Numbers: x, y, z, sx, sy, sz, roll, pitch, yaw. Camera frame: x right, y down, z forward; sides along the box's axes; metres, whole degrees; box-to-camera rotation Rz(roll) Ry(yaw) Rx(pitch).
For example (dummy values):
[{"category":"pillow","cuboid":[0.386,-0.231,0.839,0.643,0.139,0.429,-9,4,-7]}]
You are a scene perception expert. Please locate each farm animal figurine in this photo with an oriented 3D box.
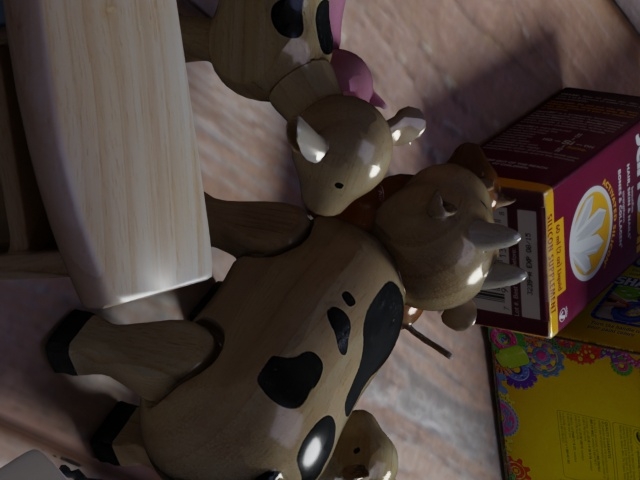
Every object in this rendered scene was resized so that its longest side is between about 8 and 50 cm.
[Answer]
[{"category":"farm animal figurine","cuboid":[0.000,0.000,0.947,0.326,0.172,0.330,-64,145,-22]}]

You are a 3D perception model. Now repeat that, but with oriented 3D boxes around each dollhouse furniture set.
[{"category":"dollhouse furniture set","cuboid":[-0.192,0.019,0.418,0.303,0.198,0.286,-16,100,-57]}]

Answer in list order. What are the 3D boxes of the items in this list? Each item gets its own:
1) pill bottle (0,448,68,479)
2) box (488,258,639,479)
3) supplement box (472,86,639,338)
[{"category":"pill bottle","cuboid":[-0.176,0.183,0.676,0.246,0.136,0.136,-34,131,-16]},{"category":"box","cuboid":[0.276,0.122,1.419,0.279,0.177,0.290,-45,134,-44]},{"category":"supplement box","cuboid":[0.159,-0.023,1.278,0.188,0.081,0.104,-34,127,-49]}]
